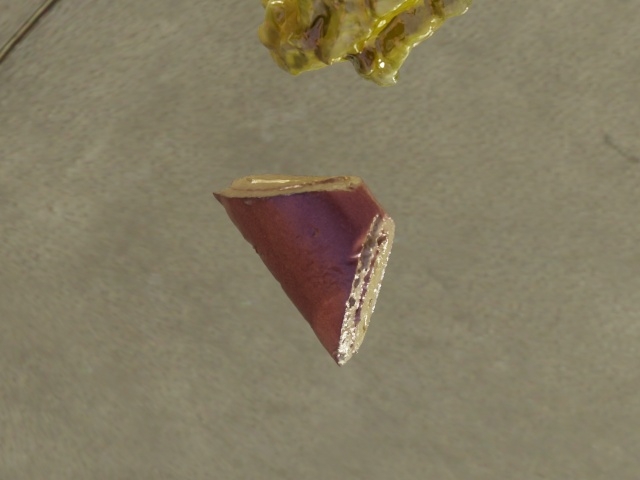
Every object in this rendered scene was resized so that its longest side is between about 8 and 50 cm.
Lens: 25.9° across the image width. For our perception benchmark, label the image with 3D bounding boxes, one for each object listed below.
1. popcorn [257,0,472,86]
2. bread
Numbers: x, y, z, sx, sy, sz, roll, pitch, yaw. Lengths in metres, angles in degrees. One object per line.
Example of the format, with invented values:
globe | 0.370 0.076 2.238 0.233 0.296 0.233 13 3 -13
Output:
popcorn | 0.038 -0.203 1.055 0.155 0.197 0.197 31 83 -26
bread | -0.001 0.000 1.210 0.119 0.067 0.192 -42 85 27
